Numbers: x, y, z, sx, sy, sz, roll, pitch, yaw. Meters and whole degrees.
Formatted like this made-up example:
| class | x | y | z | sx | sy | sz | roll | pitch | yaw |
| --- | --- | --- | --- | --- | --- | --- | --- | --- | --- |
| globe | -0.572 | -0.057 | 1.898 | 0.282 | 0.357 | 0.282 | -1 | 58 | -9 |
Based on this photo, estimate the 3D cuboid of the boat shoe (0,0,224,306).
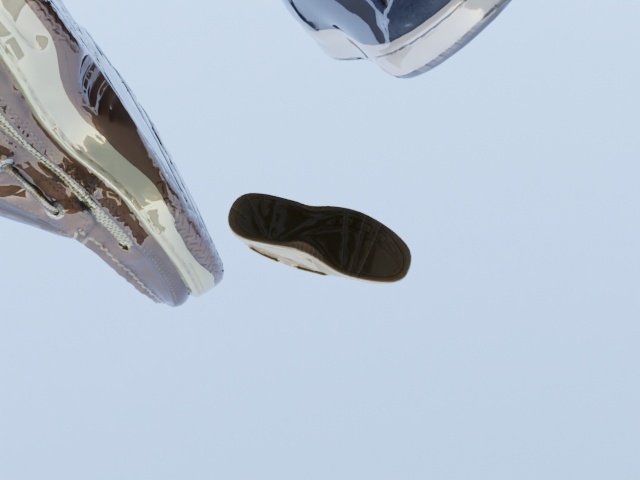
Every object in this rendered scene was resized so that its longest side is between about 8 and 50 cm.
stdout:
| class | x | y | z | sx | sy | sz | roll | pitch | yaw |
| --- | --- | --- | --- | --- | --- | --- | --- | --- | --- |
| boat shoe | -0.133 | -0.048 | 0.846 | 0.095 | 0.257 | 0.095 | -30 | -136 | 2 |

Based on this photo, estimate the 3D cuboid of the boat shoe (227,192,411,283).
| class | x | y | z | sx | sy | sz | roll | pitch | yaw |
| --- | --- | --- | --- | --- | --- | --- | --- | --- | --- |
| boat shoe | 0.000 | 0.000 | 1.361 | 0.135 | 0.045 | 0.050 | 20 | -104 | 3 |

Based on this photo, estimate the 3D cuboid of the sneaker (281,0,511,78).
| class | x | y | z | sx | sy | sz | roll | pitch | yaw |
| --- | --- | --- | --- | --- | --- | --- | --- | --- | --- |
| sneaker | -0.002 | -0.151 | 0.783 | 0.086 | 0.226 | 0.163 | -48 | -72 | -13 |
